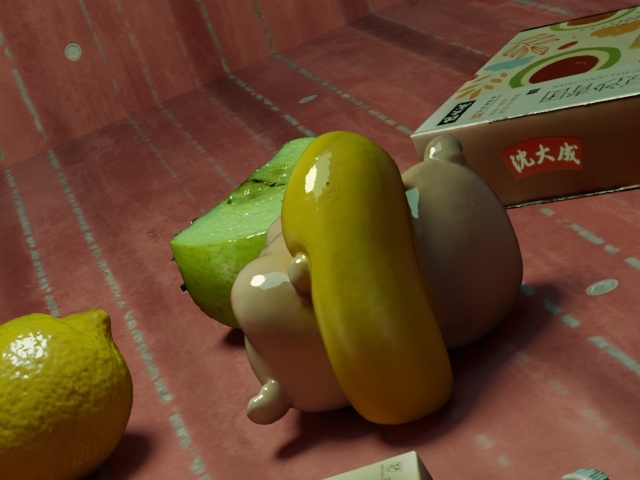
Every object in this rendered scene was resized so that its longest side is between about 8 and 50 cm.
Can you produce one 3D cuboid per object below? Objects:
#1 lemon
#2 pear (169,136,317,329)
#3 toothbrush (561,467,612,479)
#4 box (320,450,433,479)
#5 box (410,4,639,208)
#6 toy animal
[{"bbox_3d":[-0.297,0.175,1.753,0.244,0.187,0.187,-55,22,-2],"label":"lemon"},{"bbox_3d":[0.000,0.000,1.966,0.292,0.159,0.292,-20,21,8],"label":"pear"},{"bbox_3d":[0.277,0.205,1.260,0.027,0.021,0.269,-36,23,-25],"label":"toothbrush"},{"bbox_3d":[0.017,0.266,1.263,0.168,0.095,0.212,-17,18,6],"label":"box"},{"bbox_3d":[0.358,-0.186,2.151,0.344,0.122,0.385,-9,22,34],"label":"box"},{"bbox_3d":[0.028,0.031,1.696,0.247,0.277,0.345,-24,15,42],"label":"toy animal"}]
